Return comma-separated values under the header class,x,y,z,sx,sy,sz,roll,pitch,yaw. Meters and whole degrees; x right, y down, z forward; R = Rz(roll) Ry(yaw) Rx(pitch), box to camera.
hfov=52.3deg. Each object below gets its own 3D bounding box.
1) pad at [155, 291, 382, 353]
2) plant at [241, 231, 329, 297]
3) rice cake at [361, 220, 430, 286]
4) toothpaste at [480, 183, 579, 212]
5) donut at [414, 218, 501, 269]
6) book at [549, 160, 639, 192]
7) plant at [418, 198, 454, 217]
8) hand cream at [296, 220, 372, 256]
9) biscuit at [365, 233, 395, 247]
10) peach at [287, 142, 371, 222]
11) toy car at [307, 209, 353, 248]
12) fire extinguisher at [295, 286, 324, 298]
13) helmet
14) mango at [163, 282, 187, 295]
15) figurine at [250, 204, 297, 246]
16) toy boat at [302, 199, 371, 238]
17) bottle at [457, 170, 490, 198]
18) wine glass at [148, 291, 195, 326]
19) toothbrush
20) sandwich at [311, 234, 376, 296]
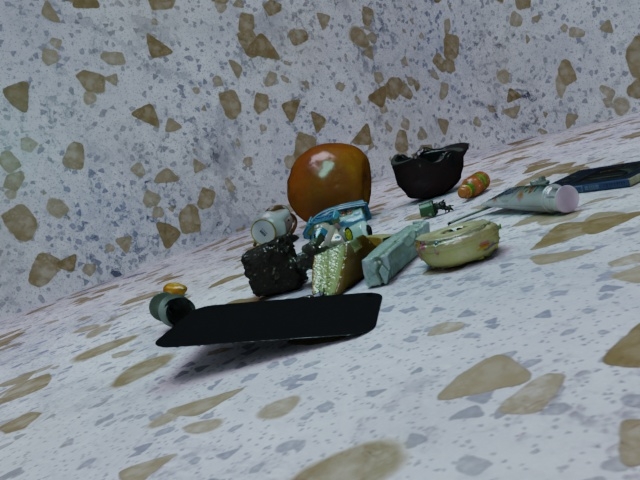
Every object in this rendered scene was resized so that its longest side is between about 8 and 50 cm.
class,x,y,z,sx,sy,sz,roll,pitch,yaw
pad,-0.084,0.169,1.119,0.376,0.063,0.315,-6,9,11
plant,-0.078,0.051,1.538,0.203,0.131,0.142,-16,5,6
rice cake,0.175,0.020,1.424,0.063,0.066,0.336,-4,13,26
toothpaste,0.492,-0.101,1.546,0.100,0.066,0.323,-30,10,-9
donut,0.272,0.008,1.285,0.175,0.068,0.174,-16,5,2
book,0.702,-0.157,1.622,0.191,0.025,0.269,-22,9,-28
plant,0.346,-0.098,1.941,0.102,0.051,0.051,-11,9,12
hand cream,0.007,0.026,1.892,0.321,0.067,0.109,-22,6,26
biscuit,0.147,0.009,1.598,0.056,0.052,0.188,-10,2,-12
peach,0.026,-0.202,2.425,0.302,0.342,0.343,3,14,17
toy car,0.000,0.000,1.762,0.126,0.098,0.161,-14,25,33
fire extinguisher,-0.031,0.125,1.315,0.100,0.032,0.046,-16,-26,16
helmet,0.417,-0.252,2.420,0.305,0.177,0.225,-12,12,-10
mango,-0.443,0.150,1.992,0.089,0.046,0.060,-8,11,31
figurine,-0.182,-0.056,2.540,0.189,0.142,0.263,-40,0,18
toy boat,0.053,-0.054,2.170,0.238,0.109,0.098,-17,42,5
bottle,0.486,-0.172,2.089,0.069,0.069,0.187,-13,11,35
wine glass,-0.355,0.165,1.558,0.079,0.079,0.195,-21,7,-25
toothbrush,0.465,-0.098,1.706,0.294,0.028,0.026,-26,-9,-2
sandwich,0.053,0.046,1.426,0.090,0.088,0.244,-13,9,30
